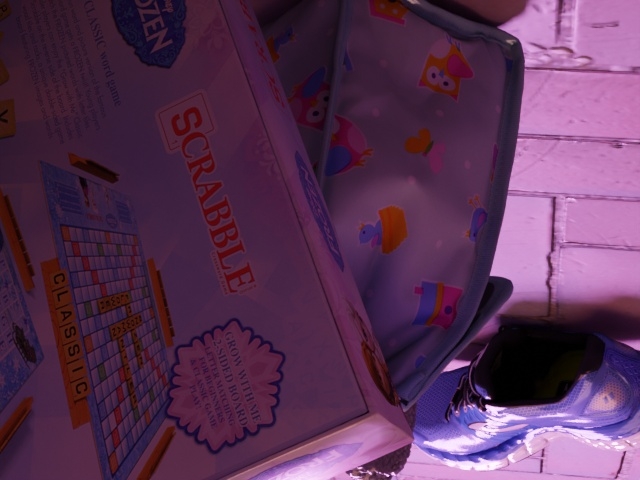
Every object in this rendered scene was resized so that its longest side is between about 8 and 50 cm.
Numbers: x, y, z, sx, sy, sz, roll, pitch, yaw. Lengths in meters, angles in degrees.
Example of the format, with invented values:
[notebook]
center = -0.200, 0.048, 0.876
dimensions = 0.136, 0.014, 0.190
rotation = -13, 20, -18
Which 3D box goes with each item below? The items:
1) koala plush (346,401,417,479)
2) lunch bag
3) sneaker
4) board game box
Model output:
[koala plush]
center = -0.009, 0.084, 1.374
dimensions = 0.196, 0.203, 0.221
rotation = 22, 179, -16
[lunch bag]
center = 0.000, 0.000, 0.933
dimensions = 0.160, 0.262, 0.223
rotation = 18, 157, -30
[sneaker]
center = 0.191, 0.142, 1.544
dimensions = 0.147, 0.129, 0.330
rotation = 36, 145, -30
[board game box]
center = -0.151, 0.021, 0.801
dimensions = 0.318, 0.318, 0.066
rotation = -25, 154, 11
